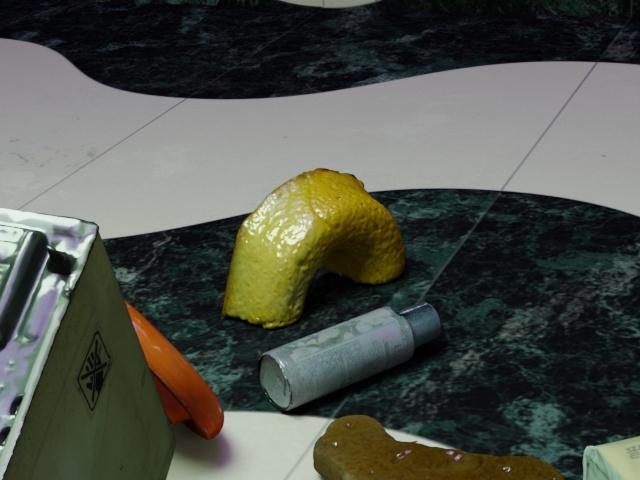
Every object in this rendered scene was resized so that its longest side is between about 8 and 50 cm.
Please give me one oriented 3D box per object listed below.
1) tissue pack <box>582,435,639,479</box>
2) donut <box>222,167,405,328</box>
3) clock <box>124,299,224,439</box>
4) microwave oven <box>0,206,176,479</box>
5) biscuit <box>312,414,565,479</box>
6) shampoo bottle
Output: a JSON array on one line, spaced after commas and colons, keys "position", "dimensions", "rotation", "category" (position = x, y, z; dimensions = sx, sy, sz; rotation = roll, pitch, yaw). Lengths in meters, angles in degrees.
[{"position": [0.424, 0.246, 0.981], "dimensions": [0.405, 0.205, 0.332], "rotation": [-11, 28, -14], "category": "tissue pack"}, {"position": [-0.004, -0.002, 1.716], "dimensions": [0.259, 0.152, 0.101], "rotation": [-23, 36, -33], "category": "donut"}, {"position": [-0.175, 0.120, 1.408], "dimensions": [0.051, 0.205, 0.205], "rotation": [-44, 36, -13], "category": "clock"}, {"position": [-0.275, 0.214, 0.876], "dimensions": [0.247, 0.333, 0.394], "rotation": [7, 55, 13], "category": "microwave oven"}, {"position": [0.107, 0.231, 1.274], "dimensions": [0.183, 0.047, 0.320], "rotation": [-21, 28, -39], "category": "biscuit"}, {"position": [0.036, 0.118, 1.532], "dimensions": [0.214, 0.072, 0.072], "rotation": [-19, 27, -32], "category": "shampoo bottle"}]
